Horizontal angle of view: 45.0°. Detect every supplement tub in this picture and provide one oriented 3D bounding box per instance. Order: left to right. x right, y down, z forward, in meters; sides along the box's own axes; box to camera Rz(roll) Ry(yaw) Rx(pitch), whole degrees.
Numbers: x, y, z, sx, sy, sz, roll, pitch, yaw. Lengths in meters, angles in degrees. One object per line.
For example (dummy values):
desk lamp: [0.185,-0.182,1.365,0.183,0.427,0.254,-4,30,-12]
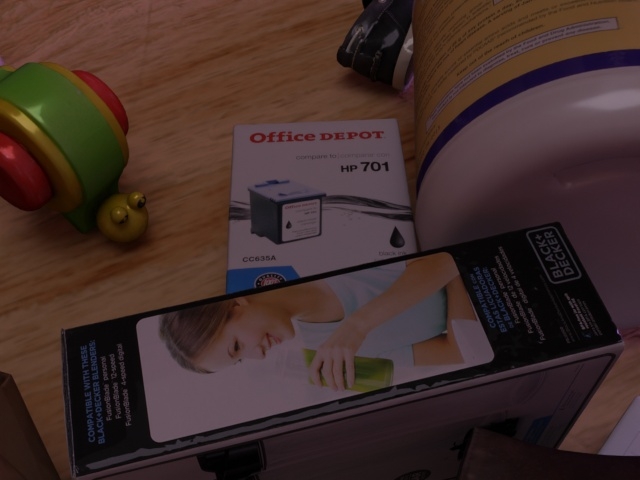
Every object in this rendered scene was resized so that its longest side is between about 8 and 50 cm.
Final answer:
supplement tub: [0.190,-0.124,0.586,0.241,0.241,0.331,2,53,3]

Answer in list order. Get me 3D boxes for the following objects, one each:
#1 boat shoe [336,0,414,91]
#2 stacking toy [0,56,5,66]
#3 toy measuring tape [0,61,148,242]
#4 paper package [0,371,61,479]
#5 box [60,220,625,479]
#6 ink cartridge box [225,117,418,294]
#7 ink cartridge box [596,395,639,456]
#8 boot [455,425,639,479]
boat shoe: [0.084,-0.252,0.787,0.079,0.084,0.233,15,57,12]
stacking toy: [-0.450,-0.116,0.674,0.330,0.141,0.141,-31,58,-15]
toy measuring tape: [-0.252,-0.126,0.598,0.330,0.121,0.121,47,60,-10]
paper package: [-0.260,0.230,0.320,0.325,0.168,0.309,-39,57,-3]
box: [0.011,0.097,0.470,0.290,0.169,0.087,-11,55,-9]
ink cartridge box: [0.000,0.000,0.597,0.139,0.082,0.191,-3,54,-1]
ink cartridge box: [0.175,0.204,0.446,0.109,0.062,0.209,34,61,24]
boot: [0.180,0.133,0.402,0.207,0.090,0.248,20,60,14]
